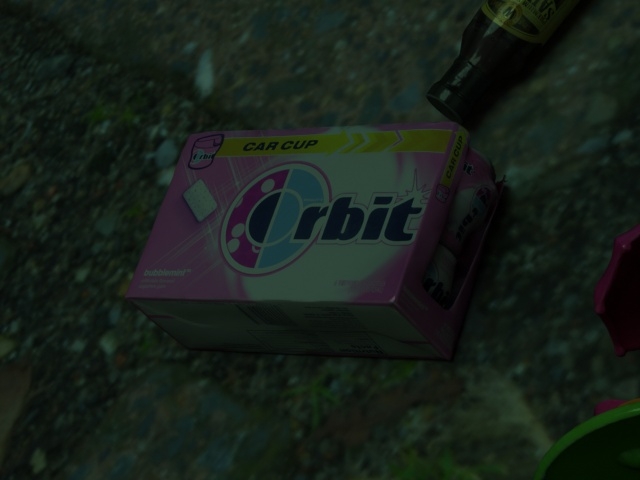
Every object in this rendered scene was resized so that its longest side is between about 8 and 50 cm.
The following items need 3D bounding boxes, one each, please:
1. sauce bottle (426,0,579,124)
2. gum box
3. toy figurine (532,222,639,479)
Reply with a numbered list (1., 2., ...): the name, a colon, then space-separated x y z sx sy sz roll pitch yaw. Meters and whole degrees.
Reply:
1. sauce bottle: 0.107 -0.119 0.951 0.042 0.042 0.128 30 80 45
2. gum box: 0.000 0.000 0.925 0.188 0.062 0.107 0 59 37
3. toy figurine: 0.178 0.048 0.739 0.173 0.130 0.159 -1 46 10
